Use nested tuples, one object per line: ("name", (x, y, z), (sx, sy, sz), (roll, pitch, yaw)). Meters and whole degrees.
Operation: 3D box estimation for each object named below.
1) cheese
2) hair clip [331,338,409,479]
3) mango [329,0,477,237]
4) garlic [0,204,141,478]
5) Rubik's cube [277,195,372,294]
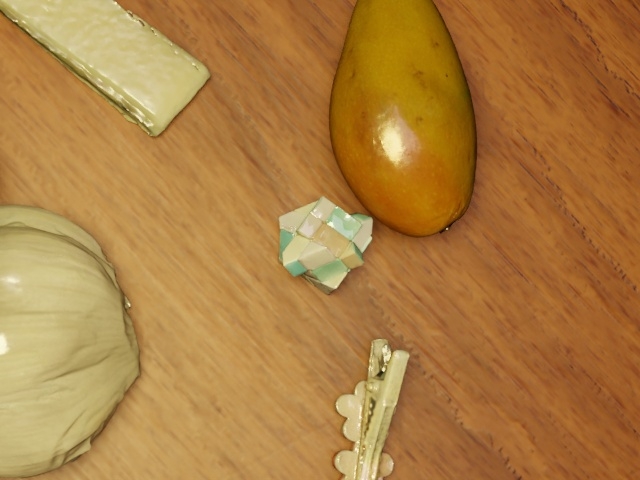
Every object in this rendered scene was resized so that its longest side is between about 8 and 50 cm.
("cheese", (-0.282, -0.246, 0.908), (0.400, 0.034, 0.085), (38, 82, -2))
("hair clip", (0.038, 0.193, 0.884), (0.062, 0.056, 0.213), (12, 88, -24))
("mango", (0.071, -0.127, 0.902), (0.139, 0.113, 0.253), (1, 75, -28))
("garlic", (-0.243, 0.072, 0.810), (0.178, 0.143, 0.229), (-10, 74, -9))
("Rubik's cube", (0.001, 0.003, 0.893), (0.084, 0.073, 0.075), (19, 78, -8))
